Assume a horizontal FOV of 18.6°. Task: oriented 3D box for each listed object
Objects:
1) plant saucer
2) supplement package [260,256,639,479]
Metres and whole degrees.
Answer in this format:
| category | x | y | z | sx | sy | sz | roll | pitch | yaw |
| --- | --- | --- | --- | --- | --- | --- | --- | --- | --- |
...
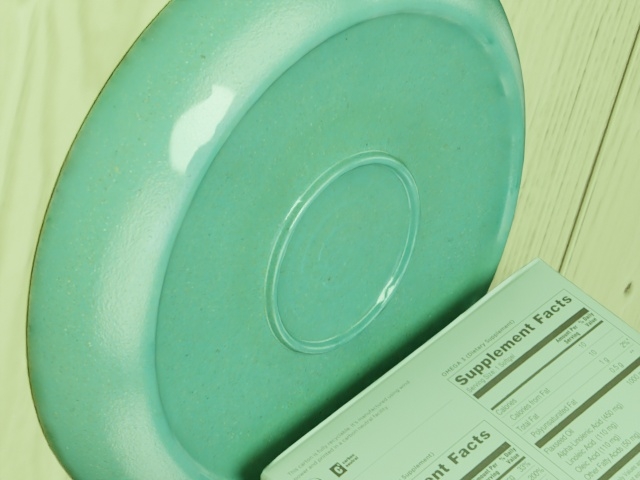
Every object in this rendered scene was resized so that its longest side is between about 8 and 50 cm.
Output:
| category | x | y | z | sx | sy | sz | roll | pitch | yaw |
| --- | --- | --- | --- | --- | --- | --- | --- | --- | --- |
| plant saucer | 0.000 | 0.000 | 0.922 | 0.318 | 0.044 | 0.317 | -30 | 134 | -37 |
| supplement package | 0.082 | 0.180 | 1.007 | 0.204 | 0.145 | 0.262 | -35 | 150 | -31 |
